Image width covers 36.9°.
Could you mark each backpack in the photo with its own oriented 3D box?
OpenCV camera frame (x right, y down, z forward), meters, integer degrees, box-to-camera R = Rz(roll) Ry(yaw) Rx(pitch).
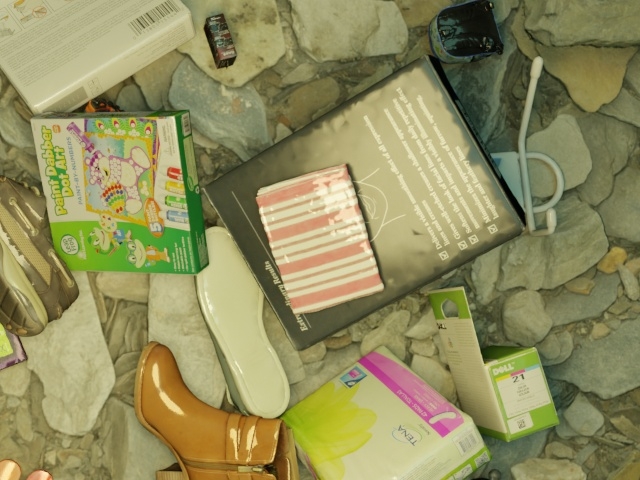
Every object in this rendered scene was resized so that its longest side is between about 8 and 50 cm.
[{"bbox_3d":[0.248,-0.362,1.694,0.114,0.084,0.105,-14,89,-17],"label":"backpack"}]

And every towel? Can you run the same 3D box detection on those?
[{"bbox_3d":[0.000,0.000,1.395,0.144,0.029,0.197,-16,97,14],"label":"towel"}]

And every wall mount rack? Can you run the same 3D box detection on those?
[{"bbox_3d":[0.278,-0.148,1.659,0.350,0.130,0.304,-6,86,-13],"label":"wall mount rack"}]

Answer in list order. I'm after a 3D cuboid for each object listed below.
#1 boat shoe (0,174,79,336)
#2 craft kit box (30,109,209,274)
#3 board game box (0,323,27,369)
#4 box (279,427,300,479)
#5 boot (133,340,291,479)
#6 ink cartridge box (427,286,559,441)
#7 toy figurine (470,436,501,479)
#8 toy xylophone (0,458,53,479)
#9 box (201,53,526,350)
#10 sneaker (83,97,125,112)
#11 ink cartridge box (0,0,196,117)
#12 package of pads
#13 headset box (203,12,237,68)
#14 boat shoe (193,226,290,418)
[{"bbox_3d":[-0.489,-0.029,1.464,0.130,0.132,0.355,-33,103,-42],"label":"boat shoe"},{"bbox_3d":[-0.304,-0.073,1.463,0.247,0.061,0.250,2,110,22],"label":"craft kit box"},{"bbox_3d":[-0.617,0.065,1.490,0.208,0.056,0.347,-21,90,-17],"label":"board game box"},{"bbox_3d":[-0.103,0.407,1.534,0.164,0.021,0.201,-11,87,25],"label":"box"},{"bbox_3d":[-0.164,0.286,1.483,0.220,0.109,0.283,-8,91,24],"label":"boot"},{"bbox_3d":[0.282,0.191,1.598,0.097,0.189,0.255,-16,88,-12],"label":"ink cartridge box"},{"bbox_3d":[0.200,0.408,1.583,0.209,0.148,0.213,-27,91,-13],"label":"toy figurine"},{"bbox_3d":[-0.565,0.415,1.451,0.323,0.081,0.236,25,81,-9],"label":"toy xylophone"},{"bbox_3d":[0.075,-0.060,1.492,0.395,0.212,0.293,-29,92,13],"label":"box"},{"bbox_3d":[-0.304,-0.135,1.565,0.221,0.083,0.087,41,113,-15],"label":"sneaker"},{"bbox_3d":[-0.396,-0.360,1.566,0.296,0.066,0.261,-34,67,-13],"label":"ink cartridge box"},{"bbox_3d":[0.086,0.308,1.494,0.229,0.296,0.101,-34,119,-13],"label":"package of pads"},{"bbox_3d":[-0.167,-0.330,1.613,0.032,0.062,0.083,-17,90,-13],"label":"headset box"},{"bbox_3d":[-0.146,0.138,1.554,0.116,0.099,0.319,-19,91,-33],"label":"boat shoe"}]
